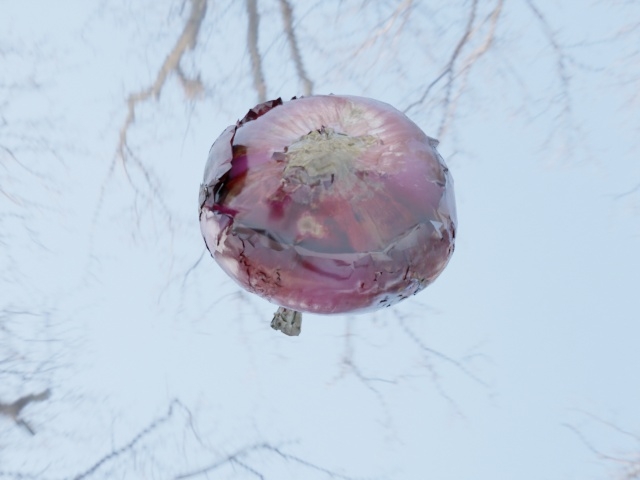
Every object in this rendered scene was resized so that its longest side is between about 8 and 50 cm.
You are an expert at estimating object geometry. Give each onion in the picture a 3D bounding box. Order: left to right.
[{"bbox_3d":[0.000,0.000,0.971,0.150,0.140,0.150,4,-137,-4],"label":"onion"}]
